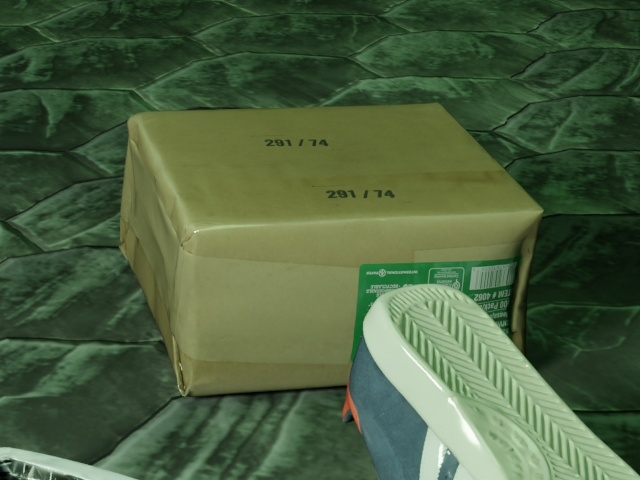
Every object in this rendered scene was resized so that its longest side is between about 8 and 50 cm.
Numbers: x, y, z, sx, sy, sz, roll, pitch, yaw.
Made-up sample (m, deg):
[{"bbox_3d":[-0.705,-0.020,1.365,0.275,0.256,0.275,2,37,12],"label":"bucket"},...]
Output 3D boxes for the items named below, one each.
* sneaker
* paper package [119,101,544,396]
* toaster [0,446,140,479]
[{"bbox_3d":[0.131,0.196,1.198,0.131,0.148,0.350,-7,49,-35],"label":"sneaker"},{"bbox_3d":[0.000,0.000,1.566,0.324,0.168,0.309,-3,25,-15],"label":"paper package"},{"bbox_3d":[-0.165,0.222,1.039,0.227,0.146,0.129,13,24,22],"label":"toaster"}]
